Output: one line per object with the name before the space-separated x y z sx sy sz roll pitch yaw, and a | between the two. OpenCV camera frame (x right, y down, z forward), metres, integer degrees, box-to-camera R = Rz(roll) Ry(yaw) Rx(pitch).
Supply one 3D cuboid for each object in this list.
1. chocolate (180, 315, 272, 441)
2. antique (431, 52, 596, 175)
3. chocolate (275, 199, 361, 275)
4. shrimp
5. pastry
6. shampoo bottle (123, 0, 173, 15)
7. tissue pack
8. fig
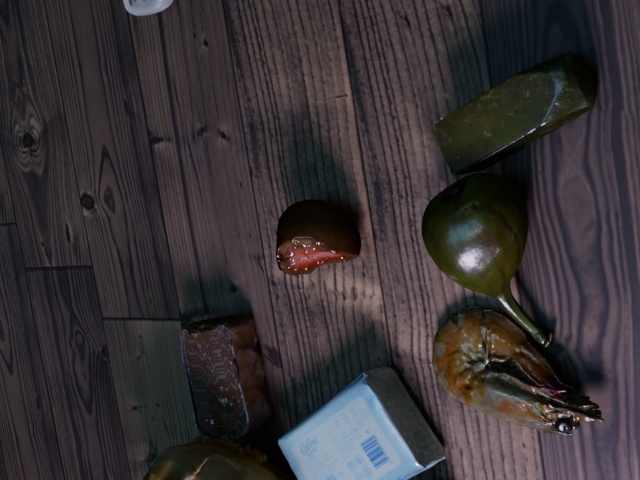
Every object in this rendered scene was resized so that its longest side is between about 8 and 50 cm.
chocolate | -0.164 0.245 1.844 0.148 0.093 0.214 -8 95 43
antique | 0.262 -0.171 1.377 0.221 0.080 0.081 -31 79 42
chocolate | 0.000 0.000 1.628 0.133 0.124 0.127 4 103 8
shrimp | 0.278 0.192 1.471 0.294 0.062 0.154 23 109 37
pastry | -0.162 0.530 1.799 0.409 0.245 0.409 22 125 34
shampoo bottle | -0.286 -0.440 1.811 0.152 0.045 0.077 4 103 40
tissue pack | 0.062 0.337 1.676 0.263 0.089 0.177 -45 70 41
fig | 0.246 0.030 1.442 0.151 0.151 0.259 -12 120 42
